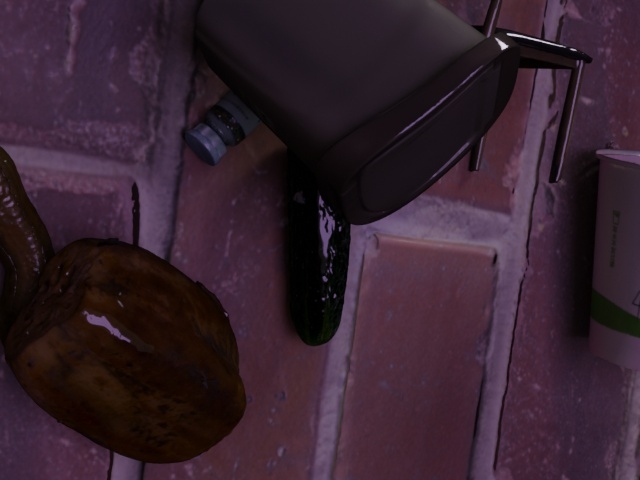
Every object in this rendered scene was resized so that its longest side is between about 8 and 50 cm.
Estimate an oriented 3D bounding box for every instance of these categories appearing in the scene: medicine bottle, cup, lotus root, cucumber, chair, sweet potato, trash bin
[{"bbox_3d":[-0.065,-0.160,1.237,0.191,0.051,0.051,-46,115,-17],"label":"medicine bottle"},{"bbox_3d":[0.461,0.027,1.454,0.253,0.253,0.274,0,102,-29],"label":"cup"},{"bbox_3d":[-0.179,0.113,1.139,0.193,0.193,0.291,-57,135,-12],"label":"lotus root"},{"bbox_3d":[-0.001,0.000,1.280,0.074,0.074,0.241,-5,100,-29],"label":"cucumber"},{"bbox_3d":[0.195,-0.215,1.303,0.166,0.188,0.272,8,95,-30],"label":"chair"},{"bbox_3d":[-0.309,-0.002,1.116,0.081,0.062,0.233,-20,109,-11],"label":"sweet potato"},{"bbox_3d":[0.028,-0.170,1.117,0.250,0.220,0.219,43,81,14],"label":"trash bin"}]
